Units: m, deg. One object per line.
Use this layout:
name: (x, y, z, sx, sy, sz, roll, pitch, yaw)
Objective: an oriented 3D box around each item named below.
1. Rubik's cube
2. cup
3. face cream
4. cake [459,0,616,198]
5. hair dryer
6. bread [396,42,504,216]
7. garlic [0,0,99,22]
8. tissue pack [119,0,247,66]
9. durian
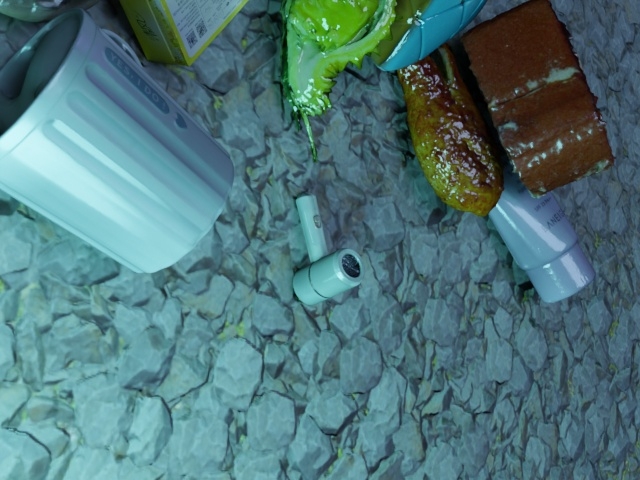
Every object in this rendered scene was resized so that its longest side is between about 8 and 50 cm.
Rubik's cube: (0.143, -0.309, 1.097, 0.254, 0.254, 0.254, 7, 80, -42)
cup: (-0.186, -0.102, 0.774, 0.202, 0.167, 0.221, 41, 61, -34)
face cream: (0.312, -0.043, 1.281, 0.154, 0.096, 0.273, -33, 94, -37)
cake: (0.310, -0.197, 1.204, 0.177, 0.151, 0.283, 44, 25, -63)
hair dryer: (0.000, 0.000, 0.994, 0.047, 0.082, 0.137, 2, 68, -42)
bread: (0.181, -0.160, 1.163, 0.139, 0.095, 0.268, -13, 89, -50)
garlic: (-0.257, -0.244, 0.791, 0.152, 0.066, 0.084, -39, 109, -12)
tissue pack: (-0.131, -0.277, 0.895, 0.176, 0.062, 0.095, -58, 146, -31)
durian: (0.021, -0.281, 0.990, 0.132, 0.107, 0.375, 11, 90, -39)
